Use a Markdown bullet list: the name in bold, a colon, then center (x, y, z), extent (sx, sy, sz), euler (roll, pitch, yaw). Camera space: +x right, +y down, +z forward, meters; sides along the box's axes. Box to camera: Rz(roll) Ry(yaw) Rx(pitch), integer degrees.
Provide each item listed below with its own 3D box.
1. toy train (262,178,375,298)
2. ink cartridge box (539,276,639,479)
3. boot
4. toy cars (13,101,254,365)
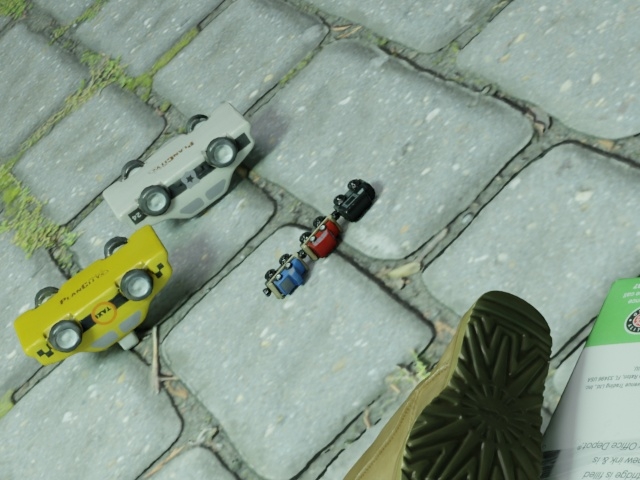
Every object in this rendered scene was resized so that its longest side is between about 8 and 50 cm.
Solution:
- **toy train**: center (0.000, 0.000, 1.639), extent (0.158, 0.027, 0.036), euler (-48, 40, -13)
- **ink cartridge box**: center (0.247, 0.162, 1.025), extent (0.211, 0.121, 0.289), euler (-6, 44, 47)
- **boot**: center (0.062, 0.190, 1.123), extent (0.269, 0.089, 0.236), euler (-58, 0, 44)
- **toy cars**: center (-0.192, 0.002, 1.808), extent (0.176, 0.087, 0.393), euler (-7, 40, 38)
